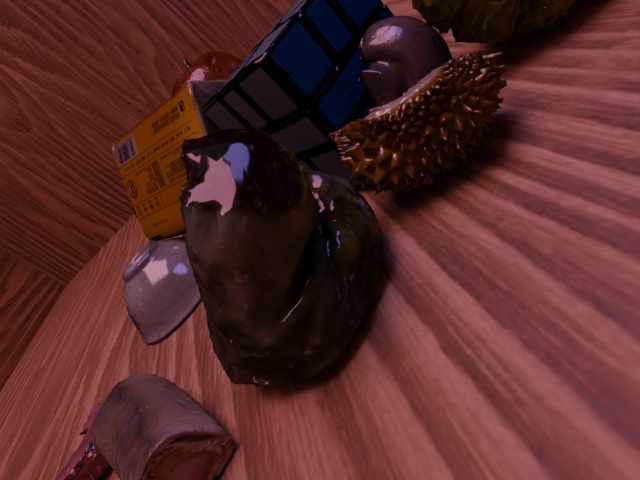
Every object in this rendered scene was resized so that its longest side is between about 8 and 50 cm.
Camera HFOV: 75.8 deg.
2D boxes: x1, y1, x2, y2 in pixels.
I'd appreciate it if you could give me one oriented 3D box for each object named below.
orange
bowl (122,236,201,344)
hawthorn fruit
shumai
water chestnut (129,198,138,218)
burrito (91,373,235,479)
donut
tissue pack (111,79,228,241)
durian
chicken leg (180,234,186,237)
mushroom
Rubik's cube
[{"bbox_3d":[0.273,-0.456,0.602,0.300,0.300,0.223,-8,28,20],"label":"orange"},{"bbox_3d":[-0.400,0.089,1.033,0.313,0.146,0.314,-35,31,24],"label":"bowl"},{"bbox_3d":[-0.395,-0.565,1.640,0.402,0.403,0.403,-35,29,23],"label":"hawthorn fruit"},{"bbox_3d":[-0.095,0.004,0.512,0.303,0.263,0.310,-31,48,13],"label":"shumai"},{"bbox_3d":[-0.609,-0.218,1.648,0.301,0.351,0.350,-10,19,-20],"label":"water chestnut"},{"bbox_3d":[-0.246,0.282,0.597,0.299,0.105,0.143,-4,53,52],"label":"burrito"},{"bbox_3d":[-0.402,0.368,0.752,0.117,0.065,0.166,-33,31,29],"label":"donut"},{"bbox_3d":[-0.298,-0.184,1.011,0.381,0.294,0.228,-13,7,41],"label":"tissue pack"},{"bbox_3d":[0.147,-0.147,0.567,0.249,0.183,0.138,-31,62,33],"label":"durian"},{"bbox_3d":[-0.478,0.058,1.267,0.196,0.080,0.125,-45,14,4],"label":"chicken leg"},{"bbox_3d":[0.150,-0.271,0.660,0.117,0.188,0.141,-15,27,44],"label":"mushroom"},{"bbox_3d":[-0.005,-0.280,0.793,0.289,0.283,0.293,-58,25,-17],"label":"Rubik's cube"}]
